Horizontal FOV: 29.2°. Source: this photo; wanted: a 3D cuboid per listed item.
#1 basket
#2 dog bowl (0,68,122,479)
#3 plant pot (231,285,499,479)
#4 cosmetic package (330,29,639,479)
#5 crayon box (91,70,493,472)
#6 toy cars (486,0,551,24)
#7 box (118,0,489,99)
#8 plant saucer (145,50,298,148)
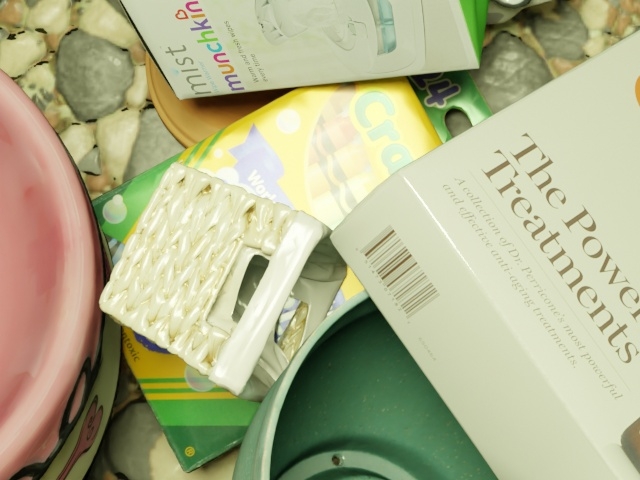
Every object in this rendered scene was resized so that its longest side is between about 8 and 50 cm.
[{"bbox_3d":[-0.056,0.030,0.770,0.103,0.167,0.113,26,84,11],"label":"basket"},{"bbox_3d":[-0.309,0.032,0.715,0.408,0.150,0.408,6,69,-15],"label":"dog bowl"},{"bbox_3d":[0.062,0.188,0.765,0.293,0.196,0.293,11,62,-22],"label":"plant pot"},{"bbox_3d":[0.227,0.072,0.729,0.284,0.097,0.377,-31,83,-36],"label":"cosmetic package"},{"bbox_3d":[0.000,0.000,0.892,0.323,0.083,0.203,-29,85,0],"label":"crayon box"},{"bbox_3d":[0.212,-0.255,0.937,0.394,0.087,0.176,-28,45,3],"label":"toy cars"},{"bbox_3d":[0.003,-0.244,0.878,0.231,0.126,0.262,-5,51,21],"label":"box"},{"bbox_3d":[-0.046,-0.153,0.978,0.200,0.037,0.200,-2,75,8],"label":"plant saucer"}]
